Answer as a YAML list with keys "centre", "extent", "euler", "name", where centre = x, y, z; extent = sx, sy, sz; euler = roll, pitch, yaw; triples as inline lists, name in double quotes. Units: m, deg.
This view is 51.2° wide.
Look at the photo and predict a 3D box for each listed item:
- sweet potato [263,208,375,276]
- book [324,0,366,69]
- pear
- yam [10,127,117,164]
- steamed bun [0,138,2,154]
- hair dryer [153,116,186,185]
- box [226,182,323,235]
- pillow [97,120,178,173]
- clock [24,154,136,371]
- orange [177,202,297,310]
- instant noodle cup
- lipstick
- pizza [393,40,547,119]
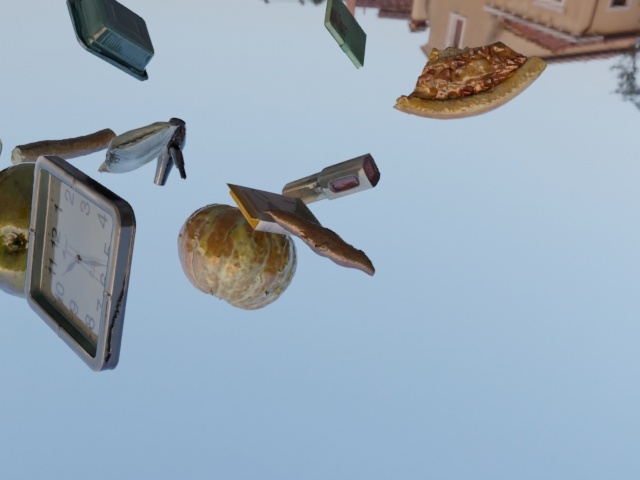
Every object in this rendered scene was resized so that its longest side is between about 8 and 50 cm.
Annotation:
- centre: [0.000, 0.000, 1.433]
  extent: [0.273, 0.067, 0.067]
  euler: [29, -145, 3]
  name: "sweet potato"
- centre: [0.052, -0.420, 1.338]
  extent: [0.017, 0.135, 0.103]
  euler: [-13, -126, 31]
  name: "book"
- centre: [-0.574, -0.020, 1.343]
  extent: [0.268, 0.269, 0.321]
  euler: [-1, -165, -9]
  name: "pear"
- centre: [-0.687, -0.253, 1.819]
  extent: [0.066, 0.066, 0.299]
  euler: [27, -147, 33]
  name: "yam"
- centre: [-0.904, -0.202, 1.577]
  extent: [0.272, 0.232, 0.166]
  euler: [25, 176, 12]
  name: "steamed bun"
- centre: [-0.385, -0.199, 1.748]
  extent: [0.075, 0.196, 0.219]
  euler: [9, -153, -28]
  name: "hair dryer"
- centre: [-0.104, -0.065, 1.528]
  extent: [0.247, 0.033, 0.129]
  euler: [9, -145, -48]
  name: "box"
- centre: [-0.339, -0.166, 1.230]
  extent: [0.128, 0.051, 0.229]
  euler: [-23, -176, -23]
  name: "pillow"
- centre: [-0.376, 0.030, 1.044]
  extent: [0.278, 0.274, 0.049]
  euler: [29, -156, 38]
  name: "clock"
- centre: [-0.221, 0.042, 1.751]
  extent: [0.329, 0.249, 0.329]
  euler: [20, 170, 4]
  name: "orange"
- centre: [-0.409, -0.419, 1.339]
  extent: [0.179, 0.070, 0.157]
  euler: [24, -143, -54]
  name: "instant noodle cup"
- centre: [0.022, -0.146, 1.693]
  extent: [0.252, 0.079, 0.077]
  euler: [-13, -153, 32]
  name: "lipstick"
- centre: [0.259, -0.282, 1.180]
  extent: [0.270, 0.135, 0.056]
  euler: [0, 180, 25]
  name: "pizza"
